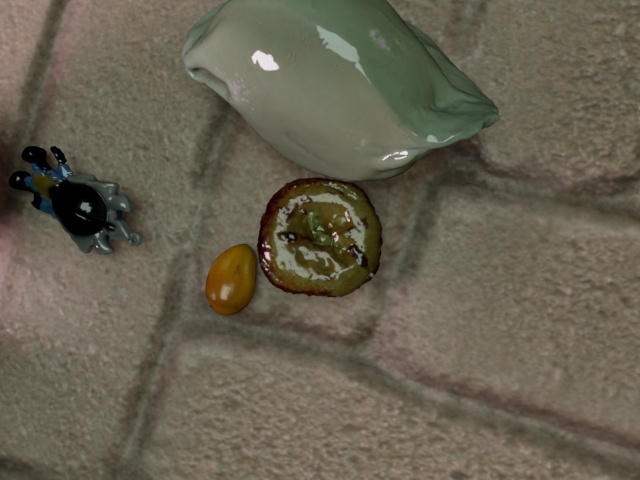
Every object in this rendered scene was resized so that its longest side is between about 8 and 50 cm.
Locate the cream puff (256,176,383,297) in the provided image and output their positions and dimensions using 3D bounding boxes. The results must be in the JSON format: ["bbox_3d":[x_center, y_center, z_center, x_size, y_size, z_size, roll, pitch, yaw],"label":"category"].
[{"bbox_3d":[0.000,0.000,0.716,0.148,0.084,0.149,0,84,0],"label":"cream puff"}]

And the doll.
[{"bbox_3d":[-0.294,-0.045,0.755,0.195,0.070,0.096,31,102,15],"label":"doll"}]

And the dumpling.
[{"bbox_3d":[0.005,-0.180,0.686,0.320,0.270,0.212,43,110,-3],"label":"dumpling"}]

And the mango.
[{"bbox_3d":[-0.104,0.045,0.740,0.060,0.046,0.089,20,73,5],"label":"mango"}]
